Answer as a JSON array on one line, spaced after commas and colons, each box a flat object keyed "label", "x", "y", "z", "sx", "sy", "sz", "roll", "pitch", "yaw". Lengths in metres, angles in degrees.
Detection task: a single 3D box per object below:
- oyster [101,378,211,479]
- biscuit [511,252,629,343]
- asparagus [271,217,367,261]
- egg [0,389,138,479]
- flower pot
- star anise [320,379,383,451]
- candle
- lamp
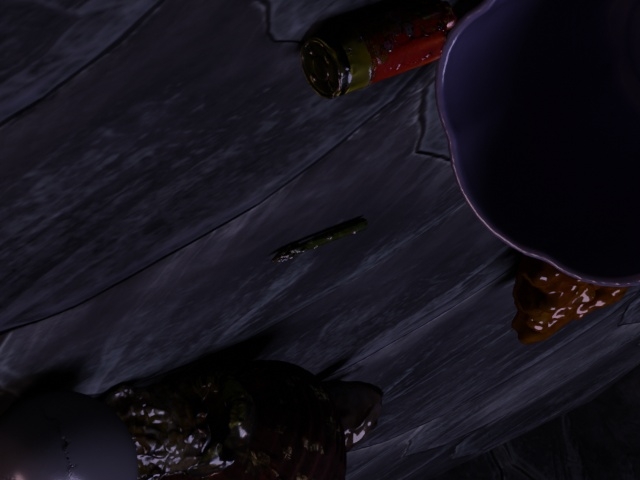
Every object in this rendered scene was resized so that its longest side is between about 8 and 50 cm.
[{"label": "oyster", "x": -0.204, "y": 0.205, "z": 1.987, "sx": 0.177, "sy": 0.105, "sz": 0.056, "roll": -7, "pitch": 176, "yaw": -7}, {"label": "biscuit", "x": 0.387, "y": 0.006, "z": 2.475, "sx": 0.318, "sy": 0.110, "sz": 0.312, "roll": -29, "pitch": 165, "yaw": -5}, {"label": "asparagus", "x": 0.000, "y": 0.000, "z": 1.860, "sx": 0.114, "sy": 0.014, "sz": 0.015, "roll": -20, "pitch": 146, "yaw": -33}, {"label": "egg", "x": -0.251, "y": 0.217, "z": 1.822, "sx": 0.146, "sy": 0.146, "sz": 0.198, "roll": -29, "pitch": 164, "yaw": -6}, {"label": "flower pot", "x": 0.266, "y": -0.128, "z": 1.522, "sx": 0.243, "sy": 0.265, "sz": 0.265, "roll": -32, "pitch": 171, "yaw": -47}, {"label": "star anise", "x": -0.042, "y": 0.277, "z": 2.536, "sx": 0.315, "sy": 0.108, "sz": 0.315, "roll": -27, "pitch": 158, "yaw": -12}, {"label": "candle", "x": 0.050, "y": -0.145, "z": 1.388, "sx": 0.131, "sy": 0.052, "sz": 0.052, "roll": -23, "pitch": 164, "yaw": -31}, {"label": "lamp", "x": -0.082, "y": 0.243, "z": 2.114, "sx": 0.247, "sy": 0.247, "sz": 0.247, "roll": -29, "pitch": 166, "yaw": -8}]
